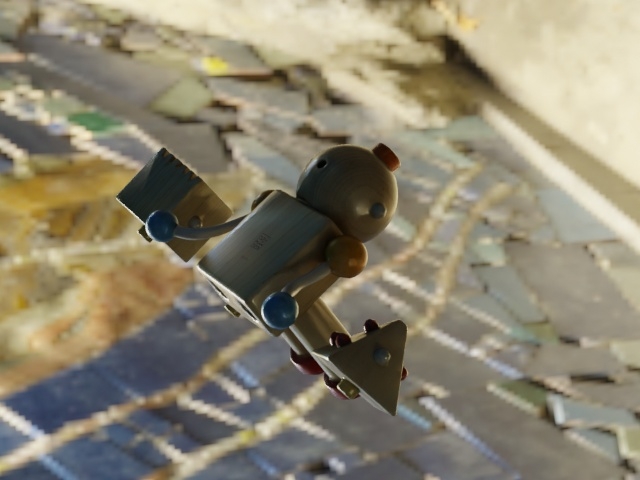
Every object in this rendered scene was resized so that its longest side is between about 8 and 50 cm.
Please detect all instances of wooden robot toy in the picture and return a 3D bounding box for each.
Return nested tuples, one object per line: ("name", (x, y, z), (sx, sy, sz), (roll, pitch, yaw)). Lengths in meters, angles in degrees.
("wooden robot toy", (0.000, 0.000, 0.663), (0.079, 0.076, 0.173), (-48, 34, -6))
